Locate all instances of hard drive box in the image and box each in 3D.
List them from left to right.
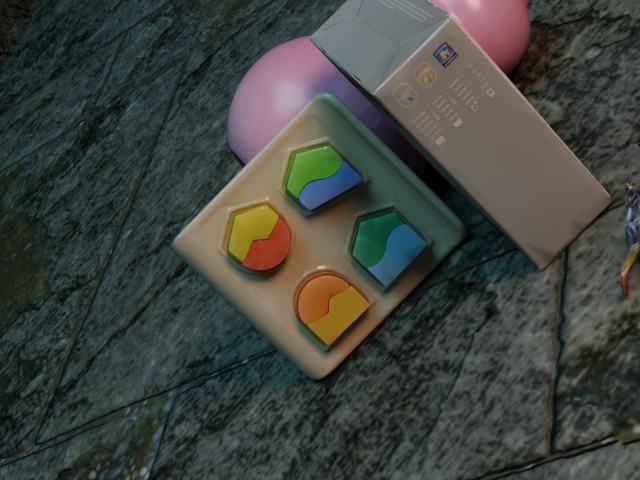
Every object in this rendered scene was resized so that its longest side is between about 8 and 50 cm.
[{"bbox_3d":[0.119,-0.106,1.145,0.089,0.232,0.181,-45,27,4],"label":"hard drive box"}]

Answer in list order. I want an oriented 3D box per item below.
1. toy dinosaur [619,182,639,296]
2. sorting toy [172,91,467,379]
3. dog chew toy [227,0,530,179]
[{"bbox_3d":[0.248,-0.012,1.055,0.090,0.047,0.082,-52,8,13],"label":"toy dinosaur"},{"bbox_3d":[0.000,0.000,1.218,0.208,0.193,0.038,-45,10,7],"label":"sorting toy"},{"bbox_3d":[0.071,-0.154,1.327,0.332,0.206,0.206,-39,28,-3],"label":"dog chew toy"}]
